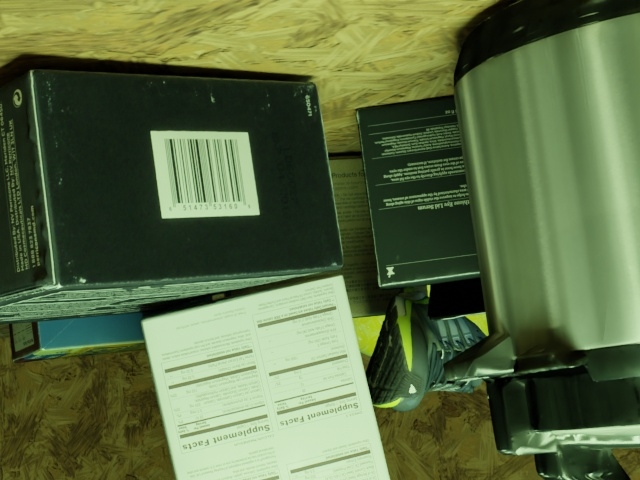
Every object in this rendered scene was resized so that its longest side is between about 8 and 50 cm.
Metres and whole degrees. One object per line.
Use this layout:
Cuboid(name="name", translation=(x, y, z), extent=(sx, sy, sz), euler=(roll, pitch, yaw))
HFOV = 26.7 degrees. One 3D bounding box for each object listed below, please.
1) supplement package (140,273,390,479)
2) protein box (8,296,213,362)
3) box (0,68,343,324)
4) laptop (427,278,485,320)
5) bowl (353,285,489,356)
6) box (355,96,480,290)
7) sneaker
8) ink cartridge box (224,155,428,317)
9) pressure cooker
Cuboid(name="supplement package", translation=(-0.054, 0.182, 1.336), extent=(0.198, 0.262, 0.199), euler=(-13, 179, -7))
Cuboid(name="protein box", translation=(-0.238, 0.021, 1.487), extent=(0.200, 0.201, 0.136), euler=(-4, 172, -26))
Cuboid(name="box", translation=(-0.193, -0.030, 1.201), extent=(0.296, 0.182, 0.294), euler=(-3, 171, -42))
Cuboid(name="laptop", translation=(0.349, 0.107, 1.522), extent=(0.236, 0.408, 0.382), euler=(-42, -175, 14))
Cuboid(name="bowl", translation=(0.138, 0.027, 1.966), extent=(0.289, 0.289, 0.156), euler=(-7, 131, -3))
Cuboid(name="box", translation=(0.178, -0.055, 1.386), extent=(0.261, 0.184, 0.103), euler=(-7, 172, 3))
Cuboid(name="sneaker", translation=(0.121, 0.116, 1.428), extent=(0.121, 0.111, 0.300), euler=(19, -167, 6))
Cuboid(name="ink cartridge box", translation=(0.000, 0.000, 1.592), extent=(0.235, 0.193, 0.088), euler=(-4, 177, -23))
Cuboid(name="pressure cooker", translation=(0.303, 0.011, 1.094), extent=(0.370, 0.420, 0.375), euler=(-14, 171, 40))
